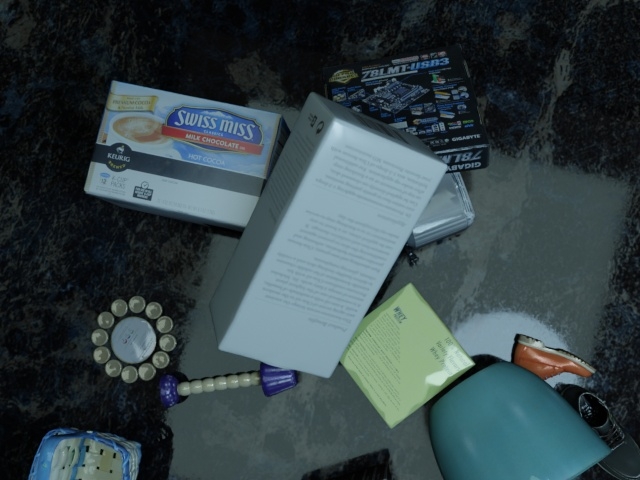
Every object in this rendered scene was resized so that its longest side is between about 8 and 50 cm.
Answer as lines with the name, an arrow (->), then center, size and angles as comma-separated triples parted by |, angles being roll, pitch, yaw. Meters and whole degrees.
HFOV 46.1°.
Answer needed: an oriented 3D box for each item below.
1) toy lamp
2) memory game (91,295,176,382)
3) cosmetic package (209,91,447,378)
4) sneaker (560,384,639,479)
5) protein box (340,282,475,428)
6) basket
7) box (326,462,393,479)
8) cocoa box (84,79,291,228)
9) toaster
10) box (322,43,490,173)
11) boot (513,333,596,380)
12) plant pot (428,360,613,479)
toy lamp -> -0.185, 0.291, 1.536 | 0.275, 0.080, 0.080 | -9, 84, 7
memory game -> -0.396, 0.210, 1.595 | 0.186, 0.012, 0.186 | -1, 84, 5
cosmetic package -> 0.000, 0.000, 1.326 | 0.230, 0.161, 0.453 | 20, 109, -24
sneaker -> 0.547, 0.380, 1.434 | 0.083, 0.118, 0.222 | -41, 82, 0
protein box -> 0.158, 0.222, 1.478 | 0.201, 0.136, 0.199 | -38, 82, 1
basket -> -0.471, 0.488, 1.434 | 0.201, 0.289, 0.254 | 11, 84, 7
box -> 0.058, 0.548, 1.439 | 0.203, 0.167, 0.168 | -18, 83, 3
cocoa box -> -0.247, -0.154, 1.505 | 0.347, 0.231, 0.227 | 12, 86, 6
toaster -> 0.214, -0.080, 1.507 | 0.147, 0.129, 0.226 | -19, 80, 1
box -> 0.161, -0.250, 1.492 | 0.296, 0.073, 0.293 | -9, 51, 3
boot -> 0.459, 0.251, 1.490 | 0.158, 0.059, 0.084 | 19, 90, 15
plant pot -> 0.337, 0.367, 1.382 | 0.293, 0.293, 0.235 | -34, 65, 1
